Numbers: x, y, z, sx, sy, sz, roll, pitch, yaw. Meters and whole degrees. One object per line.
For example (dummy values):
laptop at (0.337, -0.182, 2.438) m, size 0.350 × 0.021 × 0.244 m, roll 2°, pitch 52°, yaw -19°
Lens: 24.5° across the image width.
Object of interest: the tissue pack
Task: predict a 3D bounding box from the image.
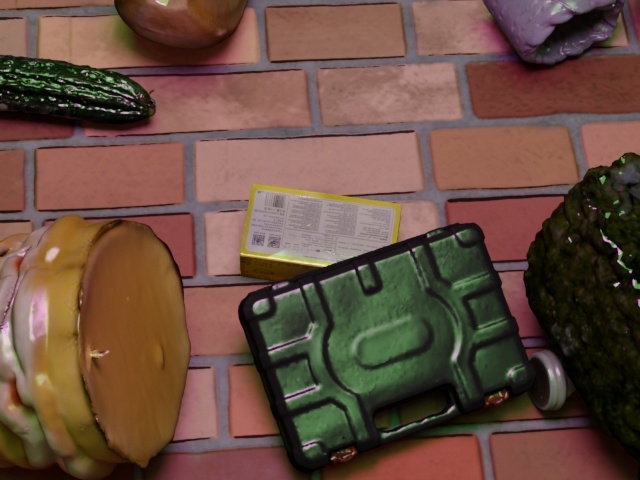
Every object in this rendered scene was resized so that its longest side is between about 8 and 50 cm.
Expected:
tissue pack at (0.000, 0.000, 1.695) m, size 0.176 × 0.062 × 0.095 m, roll 8°, pitch 64°, yaw 1°

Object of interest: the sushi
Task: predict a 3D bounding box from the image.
sushi at (0.398, 0.073, 1.578) m, size 0.294 × 0.178 × 0.352 m, roll -11°, pitch 61°, yaw -32°

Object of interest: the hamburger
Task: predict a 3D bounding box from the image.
hamburger at (-0.281, 0.112, 1.514) m, size 0.237 × 0.276 × 0.276 m, roll -6°, pitch 59°, yaw 18°

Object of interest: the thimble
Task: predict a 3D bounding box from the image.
thimble at (0.292, -0.295, 1.838) m, size 0.151 × 0.127 × 0.118 m, roll -23°, pitch 66°, yaw -14°

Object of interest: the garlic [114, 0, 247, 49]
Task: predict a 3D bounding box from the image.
garlic at (-0.129, -0.364, 1.827) m, size 0.151 × 0.196 × 0.338 m, roll 30°, pitch 55°, yaw -1°

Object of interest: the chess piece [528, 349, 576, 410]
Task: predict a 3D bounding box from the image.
chess piece at (0.286, 0.149, 1.628) m, size 0.103 × 0.067 × 0.067 m, roll -7°, pitch 61°, yaw -17°

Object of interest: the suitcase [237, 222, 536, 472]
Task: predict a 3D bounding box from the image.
suitcase at (0.072, 0.113, 1.598) m, size 0.286 × 0.066 × 0.206 m, roll -19°, pitch 84°, yaw -12°

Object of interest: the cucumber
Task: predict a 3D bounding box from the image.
cucumber at (-0.328, -0.184, 1.782) m, size 0.265 × 0.077 × 0.077 m, roll 5°, pitch 60°, yaw -2°
